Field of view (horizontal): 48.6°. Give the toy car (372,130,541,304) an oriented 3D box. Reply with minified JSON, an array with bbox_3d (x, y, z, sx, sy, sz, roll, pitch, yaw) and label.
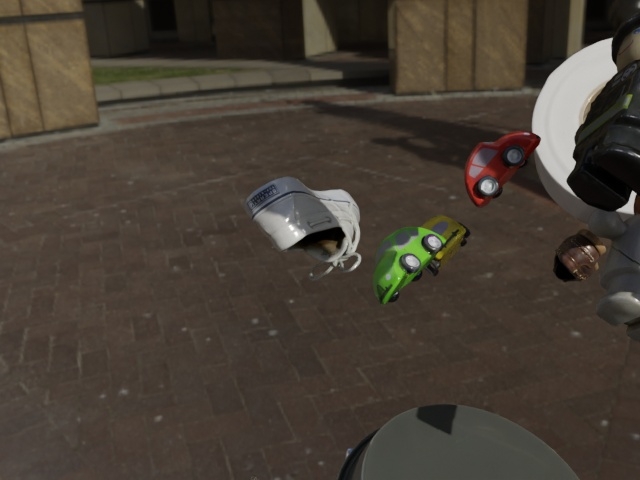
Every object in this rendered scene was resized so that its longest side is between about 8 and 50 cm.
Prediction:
[{"bbox_3d":[0.122,-0.011,0.773,0.053,0.239,0.225,43,49,14],"label":"toy car"}]

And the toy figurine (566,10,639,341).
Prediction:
[{"bbox_3d":[0.270,-0.033,0.431,0.213,0.209,0.148,7,52,36],"label":"toy figurine"}]

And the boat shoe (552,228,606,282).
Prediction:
[{"bbox_3d":[0.423,0.035,1.194,0.073,0.073,0.207,46,2,21],"label":"boat shoe"}]

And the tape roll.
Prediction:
[{"bbox_3d":[0.463,-0.158,1.056,0.286,0.286,0.100,4,-15,19],"label":"tape roll"}]

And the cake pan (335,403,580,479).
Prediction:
[{"bbox_3d":[0.159,0.283,0.728,0.293,0.054,0.293,10,35,-7],"label":"cake pan"}]

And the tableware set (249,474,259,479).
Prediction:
[{"bbox_3d":[-0.070,0.498,1.187,0.039,0.194,0.128,-40,10,48],"label":"tableware set"}]

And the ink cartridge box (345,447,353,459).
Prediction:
[{"bbox_3d":[0.217,0.604,1.526,0.395,0.270,0.151,21,-14,-42],"label":"ink cartridge box"}]

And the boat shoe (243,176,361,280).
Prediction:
[{"bbox_3d":[0.007,-0.005,1.231,0.136,0.156,0.367,-33,-15,13],"label":"boat shoe"}]
